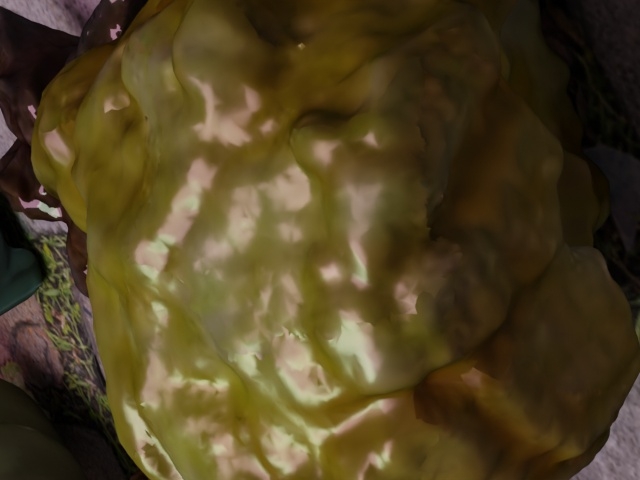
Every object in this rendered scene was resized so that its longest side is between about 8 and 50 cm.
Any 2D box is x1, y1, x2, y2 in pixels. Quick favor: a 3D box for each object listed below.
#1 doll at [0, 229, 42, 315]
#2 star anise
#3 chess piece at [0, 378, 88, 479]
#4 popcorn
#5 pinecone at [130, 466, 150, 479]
[{"bbox_3d":[-0.378,0.026,1.428,0.261,0.161,0.177,-17,104,52],"label":"doll"},{"bbox_3d":[-0.127,-0.055,1.098,0.315,0.108,0.315,37,148,28],"label":"star anise"},{"bbox_3d":[-0.228,0.275,1.330,0.442,0.234,0.234,40,144,50],"label":"chess piece"},{"bbox_3d":[-0.004,-0.006,0.816,0.293,0.292,0.334,55,-163,-59],"label":"popcorn"},{"bbox_3d":[-0.015,0.192,1.045,0.244,0.244,0.309,61,156,-5],"label":"pinecone"}]
